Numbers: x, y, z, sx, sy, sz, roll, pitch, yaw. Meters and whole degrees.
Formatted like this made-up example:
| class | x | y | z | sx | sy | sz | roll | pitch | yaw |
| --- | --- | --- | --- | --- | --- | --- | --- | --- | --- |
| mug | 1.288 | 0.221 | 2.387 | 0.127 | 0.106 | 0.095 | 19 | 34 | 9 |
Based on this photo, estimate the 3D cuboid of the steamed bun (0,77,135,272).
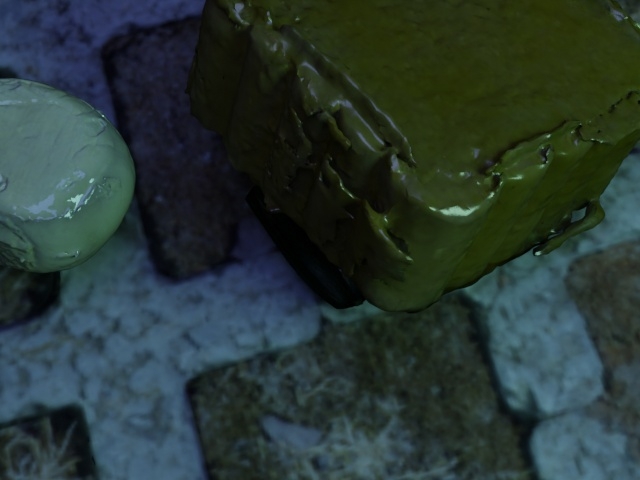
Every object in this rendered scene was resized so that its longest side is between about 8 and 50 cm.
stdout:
| class | x | y | z | sx | sy | sz | roll | pitch | yaw |
| --- | --- | --- | --- | --- | --- | --- | --- | --- | --- |
| steamed bun | -0.174 | -0.037 | 0.904 | 0.130 | 0.091 | 0.112 | 20 | 65 | 16 |

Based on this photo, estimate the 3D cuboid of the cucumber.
| class | x | y | z | sx | sy | sz | roll | pitch | yaw |
| --- | --- | --- | --- | --- | --- | --- | --- | --- | --- |
| cucumber | 0.000 | 0.000 | 0.897 | 0.048 | 0.048 | 0.105 | -31 | 67 | -10 |

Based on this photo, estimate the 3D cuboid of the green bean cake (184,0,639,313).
| class | x | y | z | sx | sy | sz | roll | pitch | yaw |
| --- | --- | --- | --- | --- | --- | --- | --- | --- | --- |
| green bean cake | 0.060 | -0.086 | 0.864 | 0.230 | 0.131 | 0.224 | -28 | 65 | -32 |
